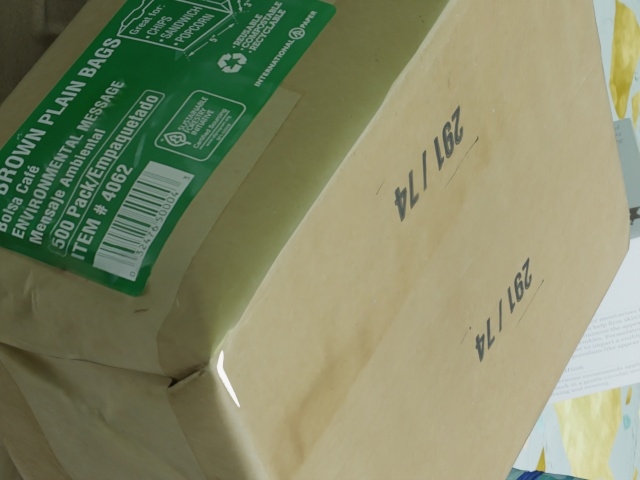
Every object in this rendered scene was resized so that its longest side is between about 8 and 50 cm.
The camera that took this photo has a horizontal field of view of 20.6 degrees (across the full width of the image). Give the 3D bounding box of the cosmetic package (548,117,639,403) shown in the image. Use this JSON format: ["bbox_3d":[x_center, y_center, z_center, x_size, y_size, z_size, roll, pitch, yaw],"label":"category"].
[{"bbox_3d":[0.228,0.020,1.544,0.151,0.151,0.184,-95,168,-47],"label":"cosmetic package"}]

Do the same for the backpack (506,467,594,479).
[{"bbox_3d":[0.129,0.337,1.349,0.290,0.273,0.356,-45,155,-51],"label":"backpack"}]

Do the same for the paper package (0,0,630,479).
[{"bbox_3d":[0.000,0.000,0.829,0.325,0.168,0.309,-56,146,-29],"label":"paper package"}]

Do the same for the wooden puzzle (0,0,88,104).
[{"bbox_3d":[-0.169,-0.086,0.832,0.322,0.080,0.348,-4,92,-65],"label":"wooden puzzle"}]
